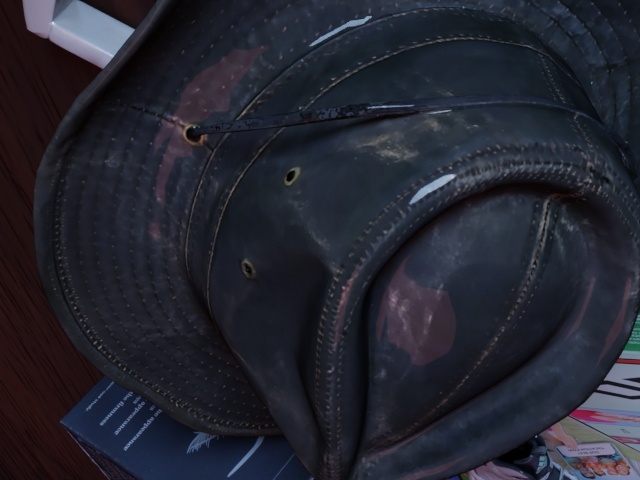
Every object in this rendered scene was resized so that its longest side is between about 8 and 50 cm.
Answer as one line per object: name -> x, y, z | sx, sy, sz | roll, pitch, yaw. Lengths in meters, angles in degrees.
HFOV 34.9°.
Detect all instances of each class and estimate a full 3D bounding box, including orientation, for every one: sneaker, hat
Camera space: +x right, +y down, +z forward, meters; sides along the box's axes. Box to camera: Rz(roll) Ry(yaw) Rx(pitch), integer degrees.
sneaker -> 0.142, 0.149, 0.643 | 0.098, 0.038, 0.069 | 16, 143, 13
hat -> 0.042, 0.019, 0.429 | 0.331, 0.134, 0.331 | -9, 135, -9

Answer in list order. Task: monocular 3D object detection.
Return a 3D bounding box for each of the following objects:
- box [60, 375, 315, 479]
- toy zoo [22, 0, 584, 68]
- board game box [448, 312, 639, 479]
box -> -0.040, 0.130, 0.668 | 0.207, 0.153, 0.108 | 20, 148, 43
toy zoo -> -0.042, -0.129, 0.504 | 0.293, 0.030, 0.192 | 28, 143, -3
board game box -> 0.204, 0.120, 0.643 | 0.317, 0.046, 0.213 | -1, 134, 31
